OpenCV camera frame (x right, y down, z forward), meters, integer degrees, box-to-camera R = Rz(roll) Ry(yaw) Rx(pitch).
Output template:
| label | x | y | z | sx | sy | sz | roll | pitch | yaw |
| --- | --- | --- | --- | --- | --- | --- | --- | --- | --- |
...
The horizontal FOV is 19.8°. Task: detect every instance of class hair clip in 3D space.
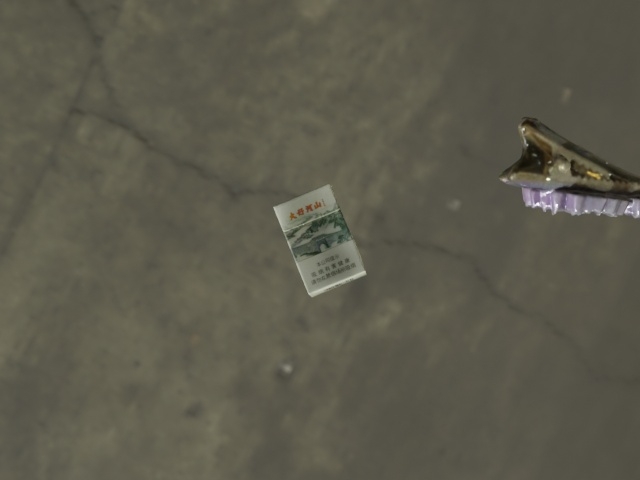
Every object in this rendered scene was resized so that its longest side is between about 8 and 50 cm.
| label | x | y | z | sx | sy | sz | roll | pitch | yaw |
| --- | --- | --- | --- | --- | --- | --- | --- | --- | --- |
| hair clip | 0.284 | -0.054 | 1.770 | 0.292 | 0.106 | 0.084 | 11 | 92 | -33 |

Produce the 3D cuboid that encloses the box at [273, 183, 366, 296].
| label | x | y | z | sx | sy | sz | roll | pitch | yaw |
| --- | --- | --- | --- | --- | --- | --- | --- | --- | --- |
| box | 0.000 | 0.000 | 1.562 | 0.054 | 0.083 | 0.024 | -23 | 169 | 3 |
